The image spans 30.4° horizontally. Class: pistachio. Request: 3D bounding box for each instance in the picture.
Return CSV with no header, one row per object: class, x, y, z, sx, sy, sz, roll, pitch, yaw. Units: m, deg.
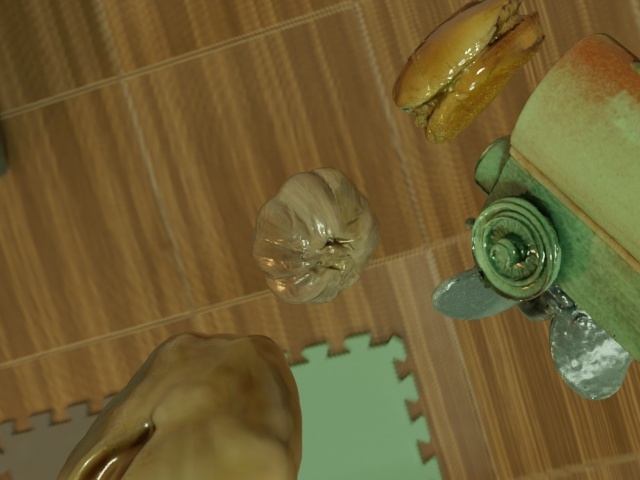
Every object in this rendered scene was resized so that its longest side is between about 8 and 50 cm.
pistachio,-0.179,0.313,1.492,0.281,0.365,0.445,31,100,28

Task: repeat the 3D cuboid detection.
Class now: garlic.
garlic,-0.003,0.000,1.863,0.152,0.228,0.228,29,105,47

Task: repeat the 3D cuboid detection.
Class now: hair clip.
hair clip,0.379,0.010,1.817,0.392,0.238,0.318,29,119,-27

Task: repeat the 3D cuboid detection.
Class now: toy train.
toy train,0.212,0.006,0.695,0.285,0.116,0.177,48,134,28

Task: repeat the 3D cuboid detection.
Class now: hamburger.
hamburger,0.207,-0.262,1.782,0.144,0.156,0.283,47,132,6
